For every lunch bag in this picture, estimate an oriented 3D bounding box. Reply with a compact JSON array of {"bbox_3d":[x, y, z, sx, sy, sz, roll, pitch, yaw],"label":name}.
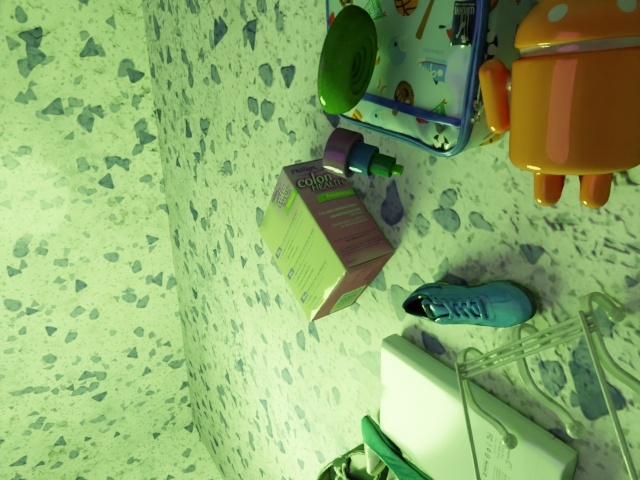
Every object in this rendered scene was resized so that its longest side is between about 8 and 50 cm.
[{"bbox_3d":[0.125,-0.243,0.626,0.303,0.115,0.243,38,137,45],"label":"lunch bag"}]

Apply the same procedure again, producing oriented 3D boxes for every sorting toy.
[{"bbox_3d":[0.078,-0.217,0.536,0.126,0.127,0.365,21,135,19],"label":"sorting toy"}]

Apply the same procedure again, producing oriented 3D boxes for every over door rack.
[{"bbox_3d":[0.265,0.250,0.534,0.239,0.108,0.324,130,157,-51],"label":"over door rack"}]

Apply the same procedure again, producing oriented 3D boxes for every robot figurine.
[{"bbox_3d":[0.250,-0.144,0.455,0.158,0.128,0.219,-143,45,-62],"label":"robot figurine"}]

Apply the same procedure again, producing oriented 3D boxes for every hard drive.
[{"bbox_3d":[0.236,0.338,0.796,0.353,0.047,0.232,28,127,49],"label":"hard drive"}]

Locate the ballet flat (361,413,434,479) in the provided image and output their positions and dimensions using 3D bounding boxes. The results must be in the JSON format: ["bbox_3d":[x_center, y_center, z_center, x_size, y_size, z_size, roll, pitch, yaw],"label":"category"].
[{"bbox_3d":[0.144,0.459,0.948,0.247,0.087,0.083,33,165,46],"label":"ballet flat"}]

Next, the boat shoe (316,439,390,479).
[{"bbox_3d":[0.075,0.562,1.118,0.114,0.091,0.302,56,146,25],"label":"boat shoe"}]

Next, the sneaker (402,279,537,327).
[{"bbox_3d":[0.208,0.100,0.690,0.209,0.082,0.069,-6,98,57],"label":"sneaker"}]

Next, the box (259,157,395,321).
[{"bbox_3d":[0.000,0.000,0.937,0.242,0.117,0.213,58,146,22],"label":"box"}]
